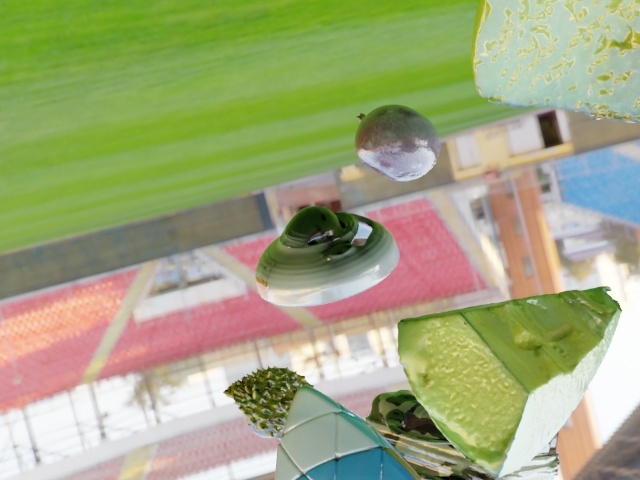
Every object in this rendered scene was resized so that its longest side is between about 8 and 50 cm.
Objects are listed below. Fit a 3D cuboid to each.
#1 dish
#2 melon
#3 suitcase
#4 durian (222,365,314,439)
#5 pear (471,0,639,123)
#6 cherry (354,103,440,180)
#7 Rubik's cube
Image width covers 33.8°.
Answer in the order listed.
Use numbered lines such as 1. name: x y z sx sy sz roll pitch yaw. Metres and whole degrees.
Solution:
1. dish: 0.000 0.000 1.943 0.273 0.133 0.273 -12 -156 6
2. melon: 0.239 0.136 1.205 0.323 0.196 0.124 -12 154 -49
3. suitcase: 0.264 0.394 2.057 0.352 0.193 0.339 10 -179 39
4. durian: -0.070 0.303 1.892 0.119 0.187 0.108 -52 -162 23
5. pear: 0.233 -0.184 0.579 0.292 0.292 0.159 -13 -156 26
6. cherry: 0.087 -0.159 1.589 0.188 0.115 0.148 35 -129 28
7. Rubik's cube: 0.047 0.324 1.602 0.254 0.254 0.254 -14 -178 1
